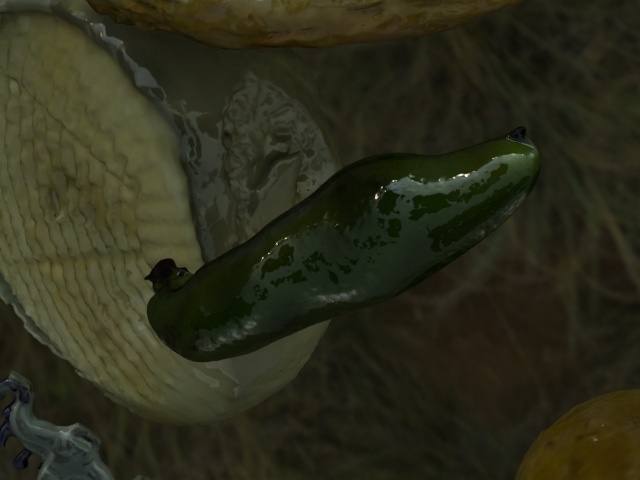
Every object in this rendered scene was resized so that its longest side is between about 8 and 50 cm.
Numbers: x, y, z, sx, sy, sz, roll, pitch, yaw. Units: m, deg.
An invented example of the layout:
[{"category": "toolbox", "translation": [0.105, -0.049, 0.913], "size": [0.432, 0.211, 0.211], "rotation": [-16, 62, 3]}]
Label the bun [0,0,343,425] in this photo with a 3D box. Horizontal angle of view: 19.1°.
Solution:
[{"category": "bun", "translation": [-0.116, -0.053, 1.413], "size": [0.202, 0.364, 0.364], "rotation": [-32, 124, -37]}]

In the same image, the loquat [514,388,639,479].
[{"category": "loquat", "translation": [0.190, 0.156, 1.057], "size": [0.172, 0.204, 0.149], "rotation": [8, 119, 7]}]

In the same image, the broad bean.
[{"category": "broad bean", "translation": [-0.003, 0.007, 0.748], "size": [0.195, 0.061, 0.046], "rotation": [-19, 136, 35]}]

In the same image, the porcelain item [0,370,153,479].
[{"category": "porcelain item", "translation": [-0.171, 0.152, 1.228], "size": [0.136, 0.021, 0.075], "rotation": [40, 91, -7]}]

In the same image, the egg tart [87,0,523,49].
[{"category": "egg tart", "translation": [0.023, -0.239, 1.200], "size": [0.387, 0.388, 0.169], "rotation": [-17, 114, -7]}]
